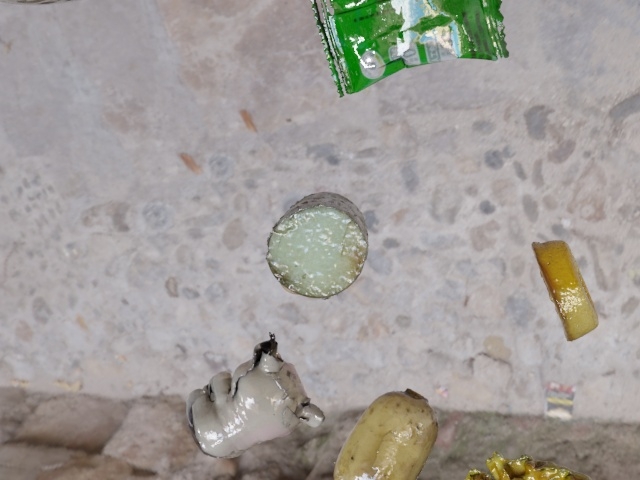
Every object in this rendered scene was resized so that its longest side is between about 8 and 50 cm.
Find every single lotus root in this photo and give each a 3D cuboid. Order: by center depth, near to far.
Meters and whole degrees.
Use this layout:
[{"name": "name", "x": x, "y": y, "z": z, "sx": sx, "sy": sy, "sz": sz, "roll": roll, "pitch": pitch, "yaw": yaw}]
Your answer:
[{"name": "lotus root", "x": 0.125, "y": 0.430, "z": 1.590, "sx": 0.160, "sy": 0.284, "sz": 0.146, "roll": 30, "pitch": 167, "yaw": 0}]

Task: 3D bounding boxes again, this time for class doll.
[{"name": "doll", "x": -0.096, "y": 0.227, "z": 1.094, "sx": 0.192, "sy": 0.095, "sz": 0.149, "roll": -34, "pitch": 102, "yaw": 14}]

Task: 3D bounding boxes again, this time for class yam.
[{"name": "yam", "x": 0.000, "y": 0.000, "z": 1.372, "sx": 0.168, "sy": 0.304, "sz": 0.168, "roll": 0, "pitch": 97, "yaw": 4}]

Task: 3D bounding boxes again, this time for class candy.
[{"name": "candy", "x": 0.092, "y": -0.246, "z": 0.855, "sx": 0.203, "sy": 0.078, "sz": 0.141, "roll": -11, "pitch": 91, "yaw": 16}]

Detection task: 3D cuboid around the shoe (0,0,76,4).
[{"name": "shoe", "x": -0.119, "y": -0.292, "z": 0.591, "sx": 0.124, "sy": 0.316, "sz": 0.159, "roll": 9, "pitch": 122, "yaw": 65}]

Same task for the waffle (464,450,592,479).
[{"name": "waffle", "x": 0.359, "y": 0.524, "z": 1.348, "sx": 0.325, "sy": 0.068, "sz": 0.302, "roll": 18, "pitch": 80, "yaw": 23}]

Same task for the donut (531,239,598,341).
[{"name": "donut", "x": 0.411, "y": 0.077, "z": 1.332, "sx": 0.065, "sy": 0.162, "sz": 0.178, "roll": -21, "pitch": 85, "yaw": 14}]

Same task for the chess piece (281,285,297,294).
[{"name": "chess piece", "x": -0.043, "y": 0.066, "z": 1.584, "sx": 0.083, "sy": 0.083, "sz": 0.038, "roll": 40, "pitch": 168, "yaw": 6}]
